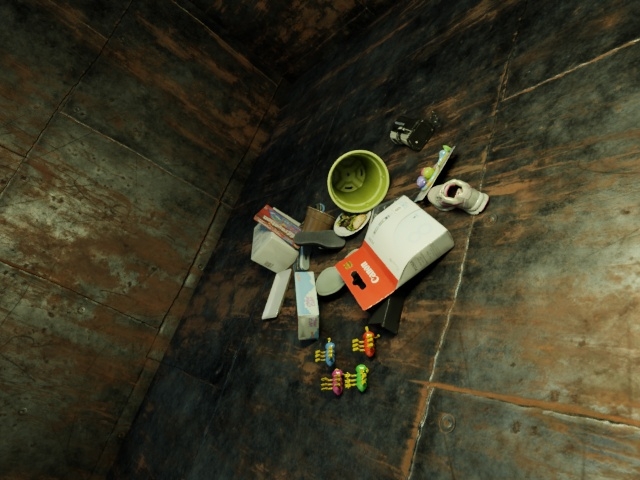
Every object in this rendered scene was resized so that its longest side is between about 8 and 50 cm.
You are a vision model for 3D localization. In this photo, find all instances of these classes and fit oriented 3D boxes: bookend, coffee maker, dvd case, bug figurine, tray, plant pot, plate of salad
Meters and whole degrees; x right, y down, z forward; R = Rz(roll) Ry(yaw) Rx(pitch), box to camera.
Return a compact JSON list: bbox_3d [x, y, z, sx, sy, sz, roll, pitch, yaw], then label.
[{"bbox_3d":[0.208,0.249,1.541,0.156,0.072,0.157,-19,47,50],"label":"bookend"},{"bbox_3d":[0.416,-0.494,1.939,0.171,0.120,0.178,-34,29,-4],"label":"coffee maker"},{"bbox_3d":[0.267,-0.062,1.811,0.179,0.029,0.239,-20,46,50],"label":"dvd case"},{"bbox_3d":[0.098,0.431,1.539,0.279,0.072,0.216,-26,47,39],"label":"bug figurine"},{"bbox_3d":[-0.220,0.283,2.259,0.145,0.030,0.271,-20,46,49],"label":"tray"},{"bbox_3d":[-0.019,-0.060,2.157,0.167,0.166,0.165,24,91,62],"label":"plant pot"},{"bbox_3d":[0.141,-0.104,2.002,0.199,0.048,0.200,-27,37,22],"label":"plate of salad"},{"bbox_3d":[0.151,-0.290,2.025,0.276,0.276,0.254,-54,16,8],"label":"plant pot"}]

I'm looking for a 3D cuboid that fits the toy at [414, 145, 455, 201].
[{"bbox_3d":[0.424,-0.265,1.682,0.237,0.056,0.137,-55,0,0],"label":"toy"}]

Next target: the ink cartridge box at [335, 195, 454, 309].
[{"bbox_3d":[0.237,0.032,1.569,0.385,0.091,0.308,-36,34,2],"label":"ink cartridge box"}]

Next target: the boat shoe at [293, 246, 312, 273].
[{"bbox_3d":[-0.097,0.083,2.221,0.083,0.065,0.183,-30,39,40],"label":"boat shoe"}]

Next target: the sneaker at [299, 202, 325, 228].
[{"bbox_3d":[-0.057,-0.135,2.365,0.188,0.078,0.067,-48,29,21],"label":"sneaker"}]

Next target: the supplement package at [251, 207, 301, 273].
[{"bbox_3d":[-0.239,0.003,2.392,0.198,0.199,0.263,-43,31,28],"label":"supplement package"}]

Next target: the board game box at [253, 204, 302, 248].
[{"bbox_3d":[-0.202,-0.073,2.287,0.027,0.281,0.145,-56,0,36],"label":"board game box"}]

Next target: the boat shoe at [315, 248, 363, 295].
[{"bbox_3d":[0.104,0.139,1.815,0.302,0.091,0.114,-35,66,34],"label":"boat shoe"}]

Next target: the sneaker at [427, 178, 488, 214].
[{"bbox_3d":[0.457,-0.166,1.513,0.103,0.111,0.252,-61,27,-6],"label":"sneaker"}]

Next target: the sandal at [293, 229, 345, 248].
[{"bbox_3d":[0.000,-0.001,2.052,0.254,0.054,0.097,5,55,20],"label":"sandal"}]

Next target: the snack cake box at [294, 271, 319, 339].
[{"bbox_3d":[-0.062,0.275,1.864,0.264,0.089,0.152,-99,10,-52],"label":"snack cake box"}]

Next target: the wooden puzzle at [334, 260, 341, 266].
[{"bbox_3d":[0.088,0.118,1.944,0.083,0.006,0.049,10,71,61],"label":"wooden puzzle"}]
